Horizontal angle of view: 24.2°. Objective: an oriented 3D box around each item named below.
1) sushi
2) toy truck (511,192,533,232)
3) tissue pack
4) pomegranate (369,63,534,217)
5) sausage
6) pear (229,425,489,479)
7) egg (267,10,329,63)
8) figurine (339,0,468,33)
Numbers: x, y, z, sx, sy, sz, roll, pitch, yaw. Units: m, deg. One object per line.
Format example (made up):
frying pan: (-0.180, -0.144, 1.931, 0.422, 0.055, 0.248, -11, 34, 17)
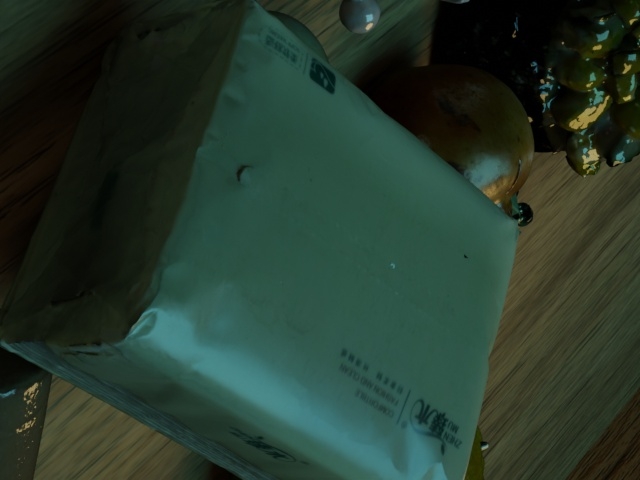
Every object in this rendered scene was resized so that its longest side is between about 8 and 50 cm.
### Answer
sushi: (0.326, -0.227, 1.761, 0.328, 0.285, 0.329, -35, 149, -44)
toy truck: (0.222, -0.083, 1.940, 0.078, 0.154, 0.080, -21, 146, 25)
tissue pack: (-0.033, 0.031, 1.203, 0.380, 0.207, 0.297, 34, 63, -39)
pomegranate: (0.127, -0.093, 1.644, 0.209, 0.209, 0.209, -45, 154, -30)
sausage: (-0.291, 0.180, 1.216, 0.123, 0.123, 0.253, -30, 143, -49)
pear: (0.050, 0.287, 1.846, 0.321, 0.269, 0.269, -12, 147, -2)
egg: (-0.045, -0.134, 1.333, 0.114, 0.114, 0.152, -42, 140, -34)
figurine: (0.053, -0.278, 1.328, 0.256, 0.144, 0.182, -20, 139, -52)
